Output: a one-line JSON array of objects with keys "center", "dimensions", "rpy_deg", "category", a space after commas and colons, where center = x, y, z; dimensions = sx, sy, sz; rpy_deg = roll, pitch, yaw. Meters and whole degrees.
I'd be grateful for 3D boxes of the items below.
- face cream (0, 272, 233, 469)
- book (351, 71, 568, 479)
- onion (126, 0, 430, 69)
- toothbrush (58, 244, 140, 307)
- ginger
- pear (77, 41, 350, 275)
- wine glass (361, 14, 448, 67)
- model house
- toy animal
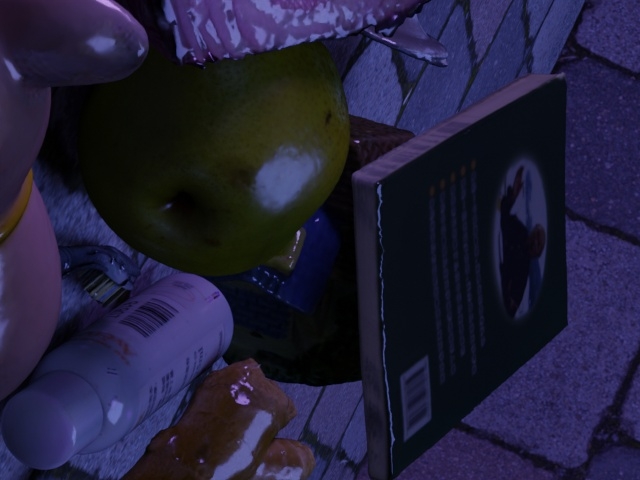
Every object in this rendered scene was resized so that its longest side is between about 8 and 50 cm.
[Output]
[{"center": [-0.145, 0.094, 1.338], "dimensions": [0.082, 0.082, 0.269], "rpy_deg": [-70, 168, 19], "category": "face cream"}, {"center": [0.127, 0.018, 1.602], "dimensions": [0.371, 0.043, 0.260], "rpy_deg": [-31, 123, -55], "category": "book"}, {"center": [-0.042, -0.232, 1.070], "dimensions": [0.250, 0.111, 0.247], "rpy_deg": [-16, 105, -43], "category": "onion"}, {"center": [-0.178, 0.007, 1.124], "dimensions": [0.042, 0.035, 0.413], "rpy_deg": [-46, 168, 2], "category": "toothbrush"}, {"center": [-0.137, 0.195, 1.373], "dimensions": [0.299, 0.118, 0.065], "rpy_deg": [-29, -170, -25], "category": "ginger"}, {"center": [-0.056, -0.080, 1.165], "dimensions": [0.216, 0.166, 0.180], "rpy_deg": [-58, 170, -49], "category": "pear"}, {"center": [0.100, -0.279, 1.568], "dimensions": [0.241, 0.126, 0.126], "rpy_deg": [-67, 168, 14], "category": "wine glass"}, {"center": [0.000, 0.000, 1.558], "dimensions": [0.214, 0.195, 0.189], "rpy_deg": [-64, 161, -20], "category": "model house"}, {"center": [-0.182, -0.014, 0.778], "dimensions": [0.165, 0.149, 0.248], "rpy_deg": [-34, 153, -32], "category": "toy animal"}]
